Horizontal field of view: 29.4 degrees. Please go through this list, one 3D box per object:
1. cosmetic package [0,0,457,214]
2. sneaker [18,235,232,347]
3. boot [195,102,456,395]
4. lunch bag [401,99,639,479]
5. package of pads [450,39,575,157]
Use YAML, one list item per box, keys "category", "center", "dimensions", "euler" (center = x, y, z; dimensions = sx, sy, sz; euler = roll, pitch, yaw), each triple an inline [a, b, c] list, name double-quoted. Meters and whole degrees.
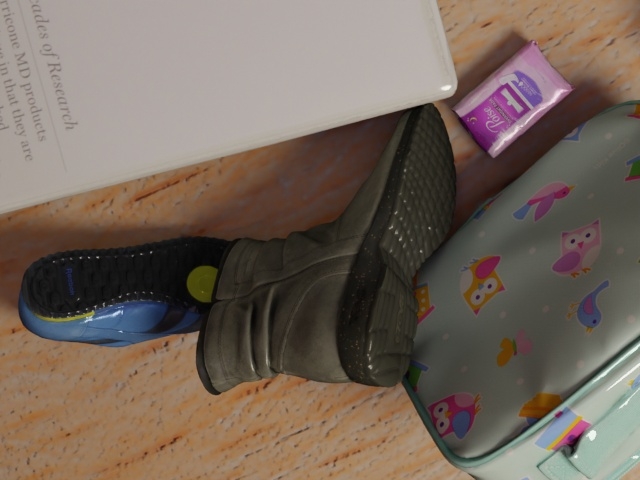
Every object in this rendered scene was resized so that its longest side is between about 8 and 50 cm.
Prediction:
- category: "cosmetic package"
  center: [-0.145, -0.120, 0.846]
  dimensions: [0.453, 0.230, 0.162]
  euler: [-14, 96, 6]
- category: "sneaker"
  center: [-0.130, 0.046, 0.960]
  dimensions: [0.209, 0.082, 0.069]
  euler: [-3, 63, -10]
- category: "boot"
  center: [0.000, 0.000, 0.893]
  dimensions: [0.161, 0.247, 0.083]
  euler: [-2, 141, 30]
- category: "lunch bag"
  center: [0.183, 0.053, 0.844]
  dimensions: [0.279, 0.224, 0.108]
  euler: [-42, 126, 9]
- category: "package of pads"
  center: [0.145, -0.107, 0.924]
  dimensions: [0.083, 0.032, 0.050]
  euler: [-41, 91, 9]
